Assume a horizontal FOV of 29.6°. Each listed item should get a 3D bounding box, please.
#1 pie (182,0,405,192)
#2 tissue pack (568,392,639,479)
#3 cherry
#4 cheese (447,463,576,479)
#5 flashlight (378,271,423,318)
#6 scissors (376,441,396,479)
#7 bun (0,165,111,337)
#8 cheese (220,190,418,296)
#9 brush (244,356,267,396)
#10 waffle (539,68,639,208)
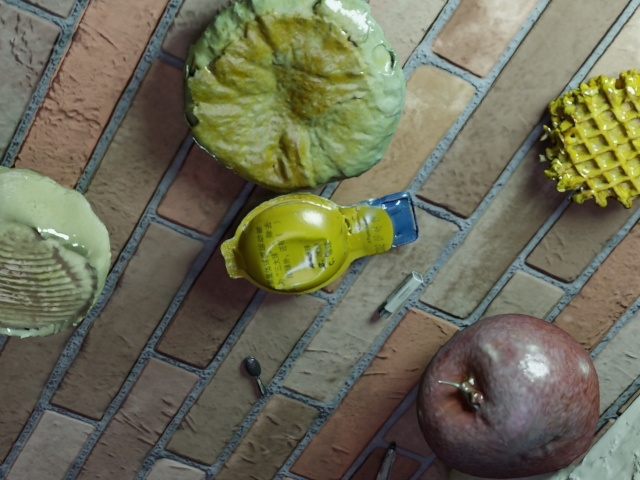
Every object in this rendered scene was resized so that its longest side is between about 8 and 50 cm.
[{"bbox_3d":[-0.035,-0.184,1.521,0.306,0.071,0.306,1,126,2],"label":"pie"},{"bbox_3d":[0.613,0.370,1.776,0.416,0.253,0.264,11,122,-33],"label":"tissue pack"},{"bbox_3d":[0.281,0.229,1.746,0.307,0.221,0.261,27,127,-33],"label":"cherry"},{"bbox_3d":[0.295,0.392,1.896,0.189,0.154,0.198,9,143,-8],"label":"cheese"},{"bbox_3d":[0.115,0.079,1.749,0.018,0.018,0.083,30,119,-21],"label":"flashlight"},{"bbox_3d":[0.090,0.446,2.014,0.109,0.022,0.300,6,125,-11],"label":"scissors"},{"bbox_3d":[-0.406,0.005,1.597,0.259,0.152,0.259,0,138,0],"label":"bun"},{"bbox_3d":[0.000,0.000,1.658,0.270,0.069,0.177,-13,127,2],"label":"cheese"},{"bbox_3d":[-0.097,0.207,1.841,0.024,0.008,0.083,-16,125,5],"label":"brush"},{"bbox_3d":[0.384,-0.133,1.576,0.197,0.070,0.193,1,126,0],"label":"waffle"}]
